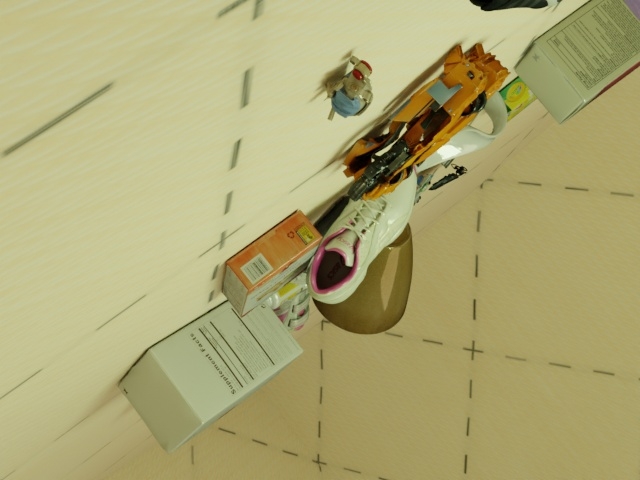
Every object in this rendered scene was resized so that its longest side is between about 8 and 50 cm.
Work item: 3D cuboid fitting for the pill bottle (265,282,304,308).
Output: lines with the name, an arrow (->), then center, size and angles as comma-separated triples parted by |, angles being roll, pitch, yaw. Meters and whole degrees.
pill bottle -> -0.094, 0.104, 2.007 | 0.116, 0.065, 0.065 | -33, 171, -37

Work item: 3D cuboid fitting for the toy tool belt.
toy tool belt -> 0.030, -0.161, 1.053 | 0.051, 0.052, 0.083 | -45, 174, -15

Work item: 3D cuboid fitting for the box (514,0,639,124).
box -> 0.513, -0.355, 1.818 | 0.232, 0.148, 0.127 | -36, 173, -15

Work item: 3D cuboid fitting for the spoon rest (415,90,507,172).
spoon rest -> 0.277, -0.203, 1.860 | 0.276, 0.084, 0.137 | -34, 171, -36

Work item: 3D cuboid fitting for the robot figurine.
robot figurine -> 0.149, -0.169, 1.446 | 0.291, 0.085, 0.211 | -43, 171, 26

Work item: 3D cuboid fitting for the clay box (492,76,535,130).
clay box -> 0.447, -0.328, 2.036 | 0.222, 0.053, 0.127 | -37, 173, -1

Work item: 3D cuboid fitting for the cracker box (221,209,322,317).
cracker box -> -0.089, 0.045, 1.667 | 0.156, 0.067, 0.232 | -37, 173, -15

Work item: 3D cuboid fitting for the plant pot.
plant pot -> 0.119, 0.049, 2.193 | 0.237, 0.237, 0.254 | -33, 157, -35

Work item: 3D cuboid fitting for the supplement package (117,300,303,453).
supplement package -> -0.215, 0.254, 1.893 | 0.293, 0.175, 0.177 | -31, 170, -43

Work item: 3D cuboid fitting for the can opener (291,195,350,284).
can opener -> 0.000, 0.000, 1.883 | 0.280, 0.074, 0.093 | -44, -154, 45

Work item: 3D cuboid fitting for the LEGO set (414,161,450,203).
LEGO set -> 0.241, -0.151, 2.217 | 0.244, 0.060, 0.182 | -51, 171, 6

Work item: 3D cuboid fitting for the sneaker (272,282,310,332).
sneaker -> -0.064, 0.148, 2.229 | 0.103, 0.111, 0.252 | -33, 171, -35

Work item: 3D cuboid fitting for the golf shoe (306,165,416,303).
golf shoe -> 0.075, -0.016, 1.699 | 0.306, 0.115, 0.140 | -60, 173, 5

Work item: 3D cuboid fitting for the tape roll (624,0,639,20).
tape roll -> 0.462, -0.341, 1.168 | 0.090, 0.274, 0.275 | -38, 173, -2

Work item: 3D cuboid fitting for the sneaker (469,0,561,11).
sneaker -> 0.210, -0.301, 1.073 | 0.097, 0.084, 0.235 | -16, 180, 21

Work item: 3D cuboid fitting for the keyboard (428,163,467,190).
keyboard -> 0.297, -0.154, 2.267 | 0.100, 0.038, 0.192 | -27, 179, 9
